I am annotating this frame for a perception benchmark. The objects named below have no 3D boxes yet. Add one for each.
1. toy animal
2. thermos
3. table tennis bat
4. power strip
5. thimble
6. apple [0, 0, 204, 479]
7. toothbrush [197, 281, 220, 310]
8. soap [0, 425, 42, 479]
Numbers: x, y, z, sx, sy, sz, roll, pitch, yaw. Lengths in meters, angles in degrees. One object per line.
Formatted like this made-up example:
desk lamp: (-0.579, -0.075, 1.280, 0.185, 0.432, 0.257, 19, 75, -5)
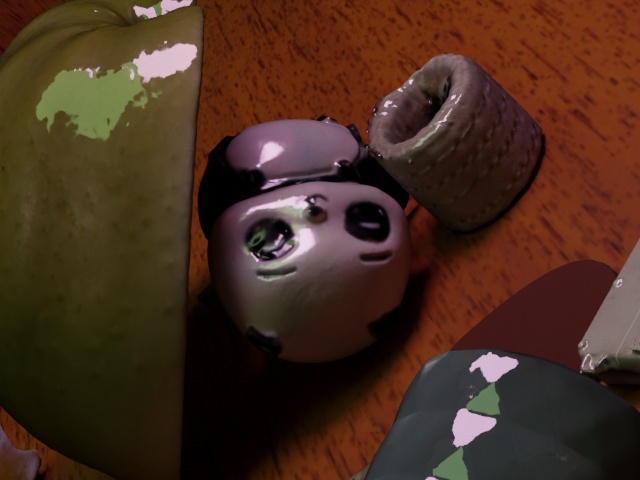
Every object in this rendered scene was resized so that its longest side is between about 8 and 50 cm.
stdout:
toy animal: (0.000, 0.000, 1.289, 0.166, 0.138, 0.179, -9, 34, -4)
thermos: (0.045, 0.188, 0.832, 0.145, 0.182, 0.286, -17, 35, 53)
table tennis bat: (0.090, 0.103, 1.111, 0.246, 0.022, 0.138, -40, 22, 14)
power strip: (0.213, 0.003, 1.020, 0.192, 0.035, 0.081, -57, 23, -20)
thimble: (0.095, -0.072, 1.296, 0.102, 0.090, 0.115, -46, 22, 6)
apple: (-0.141, -0.022, 1.384, 0.320, 0.360, 0.311, 21, 29, 35)
toothbrush: (-0.029, -0.005, 1.511, 0.204, 0.022, 0.017, -38, 7, 23)
soap: (-0.371, 0.276, 1.598, 0.274, 0.089, 0.173, -28, 28, 39)
